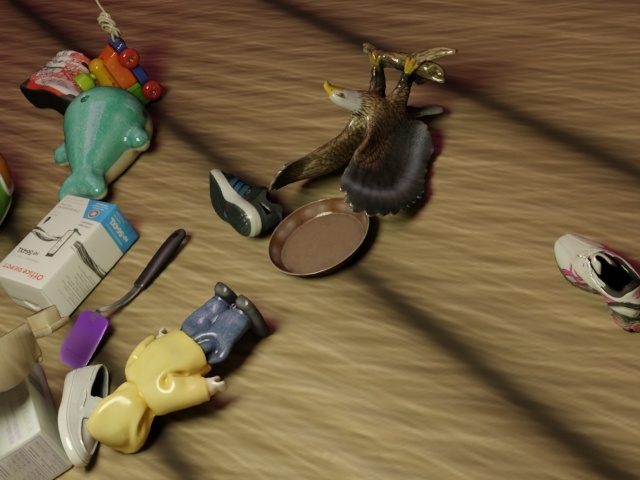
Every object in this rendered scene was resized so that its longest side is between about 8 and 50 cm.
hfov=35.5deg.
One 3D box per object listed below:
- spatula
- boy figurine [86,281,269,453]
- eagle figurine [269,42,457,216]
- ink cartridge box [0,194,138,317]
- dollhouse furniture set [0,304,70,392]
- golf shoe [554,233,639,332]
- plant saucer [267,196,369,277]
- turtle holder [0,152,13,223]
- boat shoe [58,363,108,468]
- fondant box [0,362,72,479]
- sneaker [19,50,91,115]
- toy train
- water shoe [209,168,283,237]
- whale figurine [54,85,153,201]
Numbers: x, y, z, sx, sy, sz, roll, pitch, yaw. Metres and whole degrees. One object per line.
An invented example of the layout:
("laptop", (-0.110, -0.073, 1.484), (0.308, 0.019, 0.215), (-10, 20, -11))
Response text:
("spatula", (-0.319, 0.087, 1.638), (0.084, 0.030, 0.296), (16, 55, 43))
("boy figurine", (-0.201, 0.187, 1.414), (0.177, 0.092, 0.285), (24, 61, 44))
("eagle figurine", (0.073, -0.173, 1.600), (0.225, 0.226, 0.298), (22, 82, -4))
("ink cartridge box", (-0.442, 0.026, 1.733), (0.148, 0.085, 0.203), (12, 52, 38))
("dollhouse furniture set", (-0.543, 0.267, 1.414), (0.303, 0.173, 0.355), (-19, 10, 29))
("golf shoe", (0.358, 0.034, 1.267), (0.068, 0.086, 0.186), (-34, 38, -5))
("plant saucer", (0.000, 0.000, 1.554), (0.169, 0.029, 0.168), (-15, 40, 13))
("turtle holder", (-0.733, -0.076, 1.933), (0.320, 0.243, 0.227), (-55, 9, 27))
("boat shoe", (-0.334, 0.249, 1.451), (0.063, 0.066, 0.184), (-24, 29, 6))
("fondant box", (-0.550, 0.319, 1.465), (0.330, 0.096, 0.238), (-33, 39, -5))
("sneaker", (-0.545, -0.348, 2.202), (0.270, 0.090, 0.145), (20, 61, 46))
("toy train", (-0.444, -0.354, 2.030), (0.143, 0.248, 0.105), (-40, 40, -7))
("water shoe", (-0.126, -0.063, 1.681), (0.080, 0.072, 0.203), (-11, 33, -23))
("whale figurine", (-0.433, -0.190, 1.922), (0.216, 0.141, 0.272), (-7, 45, 23))
